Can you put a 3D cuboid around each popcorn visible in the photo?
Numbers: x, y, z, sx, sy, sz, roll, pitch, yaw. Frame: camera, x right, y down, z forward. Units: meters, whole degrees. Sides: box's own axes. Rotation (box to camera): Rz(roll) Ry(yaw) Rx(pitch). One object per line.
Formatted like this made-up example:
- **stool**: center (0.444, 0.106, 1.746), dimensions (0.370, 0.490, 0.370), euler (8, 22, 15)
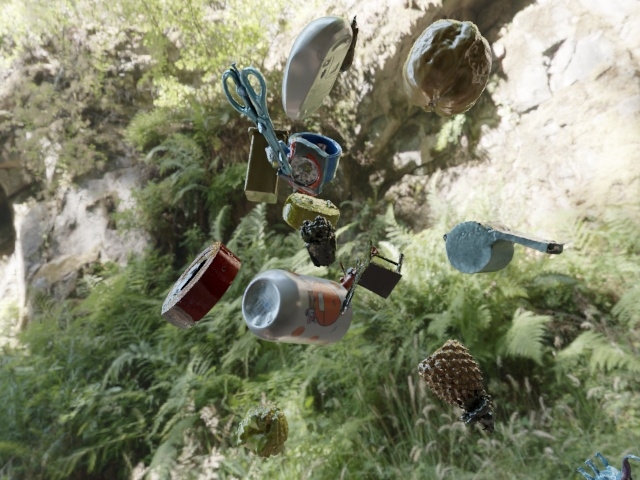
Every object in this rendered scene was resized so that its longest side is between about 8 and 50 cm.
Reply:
- **popcorn**: center (-0.190, 0.616, 1.406), dimensions (0.173, 0.174, 0.142), euler (-13, -11, -7)

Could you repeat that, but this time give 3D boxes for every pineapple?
- **pineapple**: center (0.553, 0.576, 1.669), dimensions (0.222, 0.357, 0.223), euler (-29, -24, -15)

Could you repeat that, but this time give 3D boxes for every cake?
- **cake**: center (-0.045, -0.122, 2.048), dimensions (0.260, 0.179, 0.156), euler (11, -68, -18)

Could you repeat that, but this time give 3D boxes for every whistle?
- **whistle**: center (0.623, 0.005, 1.522), dimensions (0.168, 0.189, 0.404), euler (1, -16, -40)

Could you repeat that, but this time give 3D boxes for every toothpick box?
- **toothpick box**: center (-0.259, -0.348, 2.050), dimensions (0.190, 0.309, 0.187), euler (6, -14, -3)

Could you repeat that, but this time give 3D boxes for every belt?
- **belt**: center (-0.420, 0.158, 1.524), dimensions (0.115, 0.324, 0.227), euler (43, -21, -22)

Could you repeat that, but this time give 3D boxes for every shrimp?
- **shrimp**: center (0.047, -0.648, 1.416), dimensions (0.147, 0.196, 0.035), euler (13, 2, 11)

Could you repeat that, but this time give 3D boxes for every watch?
- **watch**: center (-0.073, -0.365, 1.909), dimensions (0.275, 0.304, 0.242), euler (-53, -15, -51)

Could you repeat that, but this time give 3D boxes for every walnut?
- **walnut**: center (0.466, -0.637, 1.588), dimensions (0.305, 0.344, 0.306), euler (20, -18, 7)

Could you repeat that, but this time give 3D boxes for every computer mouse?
- **computer mouse**: center (-0.028, -0.470, 1.171), dimensions (0.184, 0.121, 0.297), euler (-49, -4, -38)

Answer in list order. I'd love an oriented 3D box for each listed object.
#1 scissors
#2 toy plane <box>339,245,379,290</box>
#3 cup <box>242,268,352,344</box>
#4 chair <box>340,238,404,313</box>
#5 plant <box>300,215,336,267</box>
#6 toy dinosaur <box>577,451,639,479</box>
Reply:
- **scissors**: center (-0.194, -0.387, 1.425), dimensions (0.180, 0.393, 0.032), euler (-2, 34, 44)
- **toy plane**: center (0.137, 0.110, 1.509), dimensions (0.194, 0.126, 0.077), euler (-26, 13, -9)
- **cup**: center (-0.074, 0.205, 1.310), dimensions (0.212, 0.213, 0.317), euler (-27, -27, 28)
- **chair**: center (0.121, 0.100, 0.988), dimensions (0.101, 0.213, 0.084), euler (24, -52, -1)
- **plant**: center (0.000, 0.000, 1.210), dimensions (0.094, 0.144, 0.092), euler (-6, 16, 38)
- **toy dinosaur**: center (0.528, 0.438, 0.798), dimensions (0.045, 0.080, 0.198), euler (-13, -47, -24)
